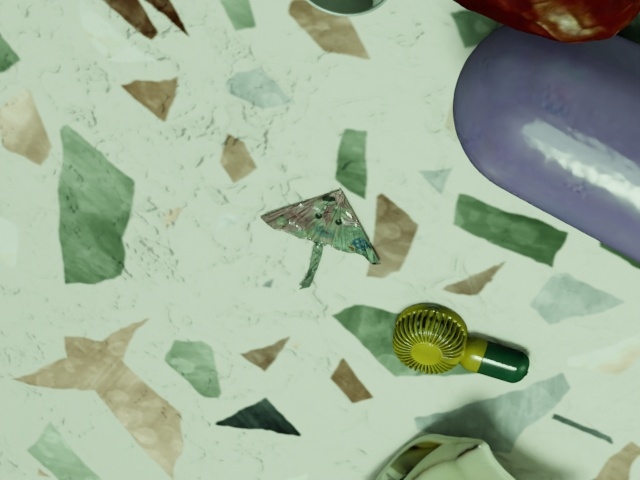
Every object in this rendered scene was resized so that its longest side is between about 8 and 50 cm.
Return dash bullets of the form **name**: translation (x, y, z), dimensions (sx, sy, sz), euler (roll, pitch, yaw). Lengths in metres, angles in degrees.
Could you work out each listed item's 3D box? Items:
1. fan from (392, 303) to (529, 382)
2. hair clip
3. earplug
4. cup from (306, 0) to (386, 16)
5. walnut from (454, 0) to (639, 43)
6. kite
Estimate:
- **fan**: translation (0.154, 0.121, 1.969), dimensions (0.155, 0.039, 0.082), euler (16, 133, 0)
- **hair clip**: translation (0.150, 0.312, 2.104), dimensions (0.172, 0.113, 0.282), euler (39, 124, -19)
- **earplug**: translation (0.337, -0.064, 1.651), dimensions (0.456, 0.215, 0.215), euler (25, 133, -2)
- **cup**: translation (0.032, -0.287, 1.576), dimensions (0.099, 0.133, 0.136), euler (12, 133, 7)
- **walnut**: translation (0.168, -0.306, 1.490), dimensions (0.269, 0.244, 0.222), euler (34, 168, -37)
- **kite**: translation (0.000, 0.000, 1.926), dimensions (0.139, 0.011, 0.156), euler (20, 132, 2)
